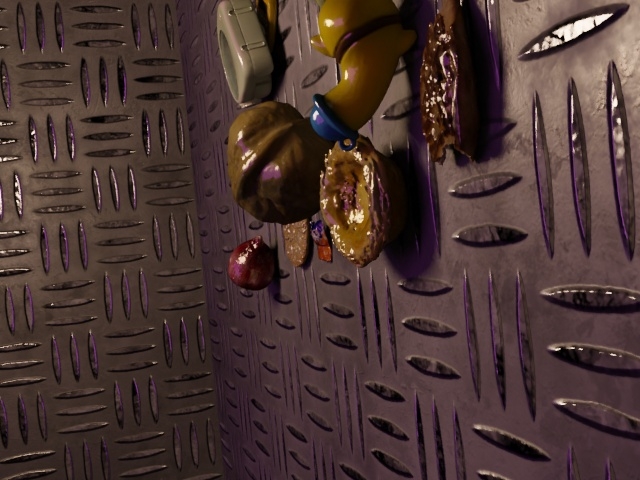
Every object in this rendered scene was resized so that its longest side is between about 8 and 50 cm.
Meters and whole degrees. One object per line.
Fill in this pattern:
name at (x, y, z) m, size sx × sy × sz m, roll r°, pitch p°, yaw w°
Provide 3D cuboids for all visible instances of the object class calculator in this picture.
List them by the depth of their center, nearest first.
calculator at (-0.157, -0.655, 2.238) m, size 0.146 × 0.032 × 0.235 m, roll -121°, pitch 30°, yaw -51°

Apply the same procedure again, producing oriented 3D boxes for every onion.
onion at (-0.210, 0.062, 2.446) m, size 0.159 × 0.159 × 0.195 m, roll 60°, pitch 137°, yaw 50°

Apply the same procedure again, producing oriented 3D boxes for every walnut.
walnut at (-0.090, -0.179, 1.845) m, size 0.277 × 0.253 × 0.282 m, roll 110°, pitch 150°, yaw -54°

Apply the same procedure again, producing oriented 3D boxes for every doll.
doll at (0.073, -0.345, 1.429) m, size 0.145 × 0.199 × 0.363 m, roll -21°, pitch -59°, yaw -67°

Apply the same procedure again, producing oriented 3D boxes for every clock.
clock at (-0.224, -0.535, 2.293) m, size 0.324 × 0.108 × 0.265 m, roll 108°, pitch 144°, yaw -69°

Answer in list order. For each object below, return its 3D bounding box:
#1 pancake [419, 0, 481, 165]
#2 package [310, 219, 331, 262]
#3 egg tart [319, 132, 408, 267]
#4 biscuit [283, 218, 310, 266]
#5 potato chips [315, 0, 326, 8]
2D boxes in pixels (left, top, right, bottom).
pancake at (0.213, -0.240, 1.251) m, size 0.212 × 0.056 × 0.257 m, roll -105°, pitch 12°, yaw -46°
package at (0.001, 0.000, 1.978) m, size 0.077 × 0.033 × 0.111 m, roll -3°, pitch 108°, yaw 48°
egg tart at (0.094, -0.082, 1.549) m, size 0.288 × 0.118 × 0.288 m, roll 176°, pitch 90°, yaw -71°
biscuit at (-0.069, -0.034, 2.170) m, size 0.220 × 0.033 × 0.220 m, roll 176°, pitch 90°, yaw -70°
potato chips at (0.032, -0.639, 1.520) m, size 0.358 × 0.070 × 0.429 m, roll -12°, pitch 100°, yaw 55°
